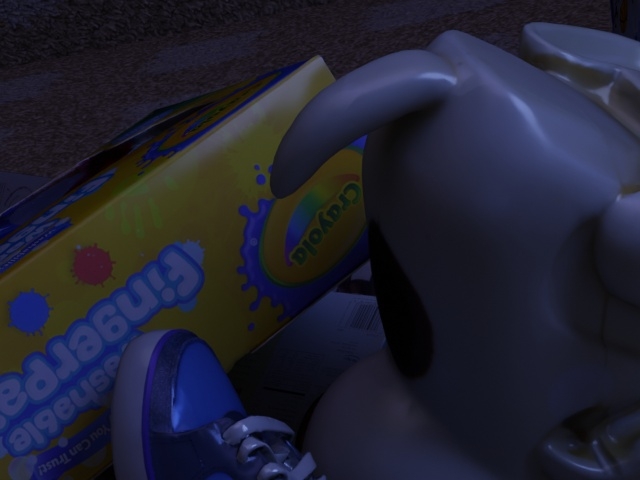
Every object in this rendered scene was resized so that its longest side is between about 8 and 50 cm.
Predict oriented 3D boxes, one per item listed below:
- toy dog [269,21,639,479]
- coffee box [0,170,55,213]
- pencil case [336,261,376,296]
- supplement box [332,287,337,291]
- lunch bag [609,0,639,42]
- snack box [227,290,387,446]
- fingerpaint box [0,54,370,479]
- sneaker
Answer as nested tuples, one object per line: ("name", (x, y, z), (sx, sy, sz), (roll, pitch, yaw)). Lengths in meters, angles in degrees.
("toy dog", (0.129, 0.081, 0.986), (0.395, 0.408, 0.284), (2, 28, -36))
("coffee box", (-0.350, -0.009, 1.787), (0.297, 0.119, 0.168), (8, -11, 45))
("pencil case", (0.130, 0.047, 1.357), (0.410, 0.183, 0.160), (0, -1, 33))
("supplement box", (0.000, 0.000, 1.319), (0.036, 0.062, 0.098), (12, 71, 36))
("lunch bag", (0.524, -0.327, 1.936), (0.239, 0.327, 0.385), (-14, 17, -19))
("snack box", (-0.075, 0.131, 1.303), (0.322, 0.060, 0.187), (5, 59, 39))
("fingerpaint box", (-0.201, 0.050, 1.142), (0.445, 0.163, 0.371), (-38, 14, -21))
("sneaker", (0.014, 0.181, 0.876), (0.236, 0.322, 0.130), (-20, -19, 20))
